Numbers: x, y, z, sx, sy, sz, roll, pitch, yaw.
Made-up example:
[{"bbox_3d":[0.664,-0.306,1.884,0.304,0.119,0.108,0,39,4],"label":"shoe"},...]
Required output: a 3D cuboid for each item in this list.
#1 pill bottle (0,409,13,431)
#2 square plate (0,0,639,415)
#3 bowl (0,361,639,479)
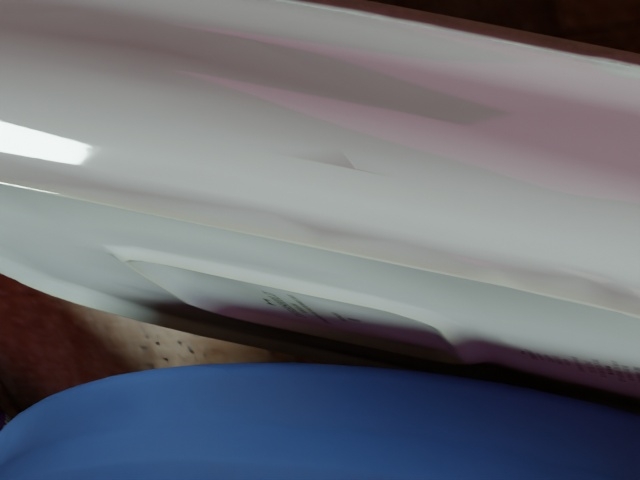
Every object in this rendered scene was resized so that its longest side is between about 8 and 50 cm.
[{"bbox_3d":[-0.172,0.136,0.810,0.193,0.108,0.108,42,134,-16],"label":"pill bottle"},{"bbox_3d":[0.000,0.000,0.507,0.344,0.049,0.347,12,171,14],"label":"square plate"},{"bbox_3d":[0.043,0.155,0.667,0.391,0.077,0.391,9,153,5],"label":"bowl"}]
